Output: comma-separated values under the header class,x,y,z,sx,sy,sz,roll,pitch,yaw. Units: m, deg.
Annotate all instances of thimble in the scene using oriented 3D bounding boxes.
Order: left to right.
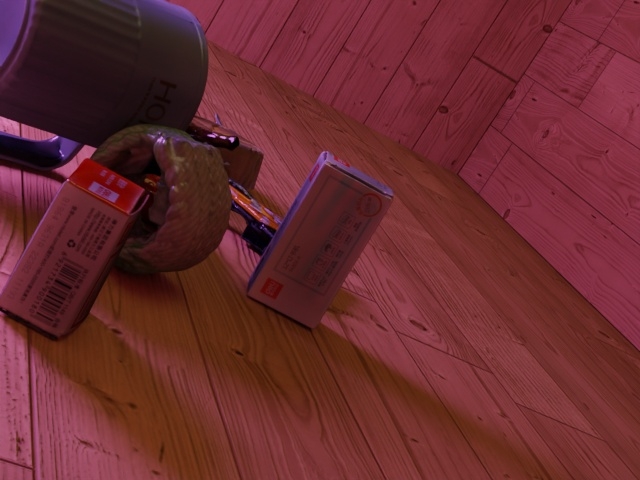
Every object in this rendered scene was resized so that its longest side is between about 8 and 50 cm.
class,x,y,z,sx,sy,sz,roll,pitch,yaw
thimble,-0.239,-0.060,1.494,0.219,0.219,0.150,37,13,19

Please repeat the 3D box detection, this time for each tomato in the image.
class,x,y,z,sx,sy,sz,roll,pitch,yaw
tomato,-0.268,-0.058,1.728,0.156,0.069,0.155,30,11,-6

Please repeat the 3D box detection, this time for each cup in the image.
class,x,y,z,sx,sy,sz,roll,pitch,yaw
cup,-0.393,-0.272,1.553,0.331,0.256,0.311,-13,-18,36

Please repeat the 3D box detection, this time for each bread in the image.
class,x,y,z,sx,sy,sz,roll,pitch,yaw
bread,-0.241,-0.188,2.146,0.210,0.109,0.192,16,15,-48

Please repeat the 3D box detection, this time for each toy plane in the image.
class,x,y,z,sx,sy,sz,roll,pitch,yaw
toy plane,-0.116,-0.031,1.922,0.316,0.103,0.204,28,11,11

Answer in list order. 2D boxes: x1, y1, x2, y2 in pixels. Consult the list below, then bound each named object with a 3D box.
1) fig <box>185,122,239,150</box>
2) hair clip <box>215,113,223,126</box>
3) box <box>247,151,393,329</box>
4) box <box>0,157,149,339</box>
class,x,y,z,sx,sy,sz,roll,pitch,yaw
fig,-0.308,-0.238,1.957,0.290,0.190,0.191,28,9,36
hair clip,-0.230,-0.273,2.600,0.115,0.039,0.030,34,19,-4
box,0.000,0.000,1.695,0.135,0.269,0.079,28,14,-11
box,-0.290,0.010,1.236,0.099,0.182,0.133,30,11,-8
